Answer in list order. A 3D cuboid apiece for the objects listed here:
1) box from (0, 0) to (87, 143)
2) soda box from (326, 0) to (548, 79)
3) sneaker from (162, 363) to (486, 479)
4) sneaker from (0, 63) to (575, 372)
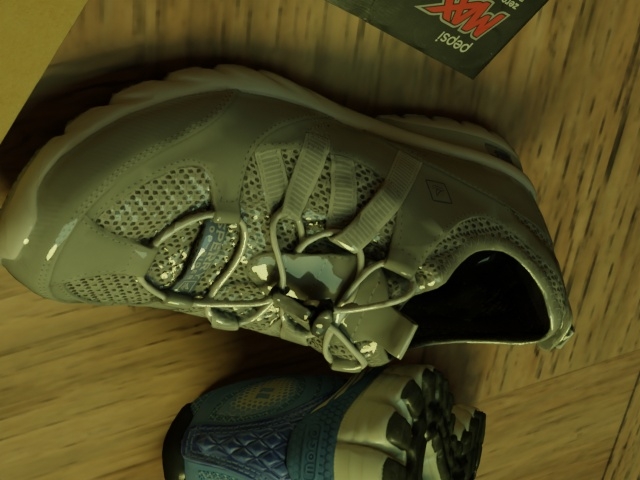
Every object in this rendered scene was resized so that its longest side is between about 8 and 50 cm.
[{"bbox_3d":[-0.181,-0.081,0.640,0.201,0.021,0.164,10,127,-42],"label":"box"},{"bbox_3d":[0.018,-0.122,0.710,0.060,0.053,0.169,-47,142,20],"label":"soda box"},{"bbox_3d":[0.002,0.128,0.950,0.147,0.130,0.330,6,161,13],"label":"sneaker"},{"bbox_3d":[0.000,0.000,0.786,0.281,0.115,0.105,-1,134,-35],"label":"sneaker"}]
